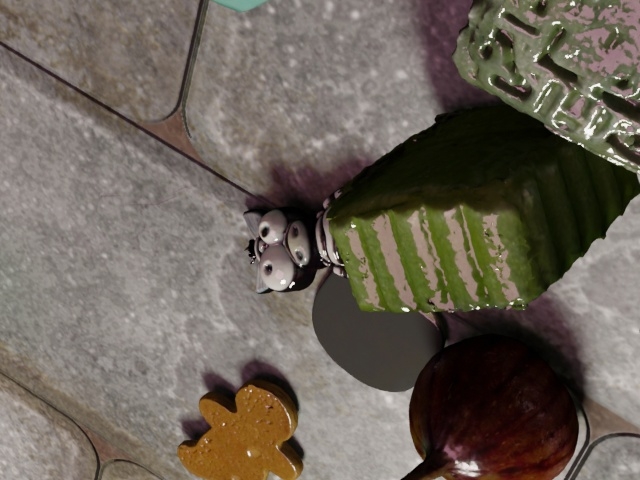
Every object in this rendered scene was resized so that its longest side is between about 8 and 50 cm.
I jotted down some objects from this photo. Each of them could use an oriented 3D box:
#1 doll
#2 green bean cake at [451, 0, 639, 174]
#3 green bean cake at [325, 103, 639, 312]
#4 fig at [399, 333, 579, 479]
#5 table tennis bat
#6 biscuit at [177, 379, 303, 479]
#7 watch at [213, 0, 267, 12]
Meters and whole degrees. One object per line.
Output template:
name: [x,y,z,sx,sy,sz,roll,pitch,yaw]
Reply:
doll: [0.000,0.000,1.515,0.219,0.067,0.091,-12,85,43]
green bean cake: [0.221,-0.175,1.124,0.222,0.125,0.227,31,133,8]
green bean cake: [0.132,-0.031,1.288,0.200,0.214,0.113,-7,114,40]
fig: [0.145,0.160,1.468,0.148,0.202,0.149,-24,71,31]
table tennis bat: [0.068,0.061,1.548,0.138,0.022,0.246,38,138,7]
biscuit: [-0.078,0.219,1.771,0.138,0.031,0.205,36,137,7]
watch: [-0.080,-0.288,1.336,0.195,0.068,0.237,50,144,-16]
